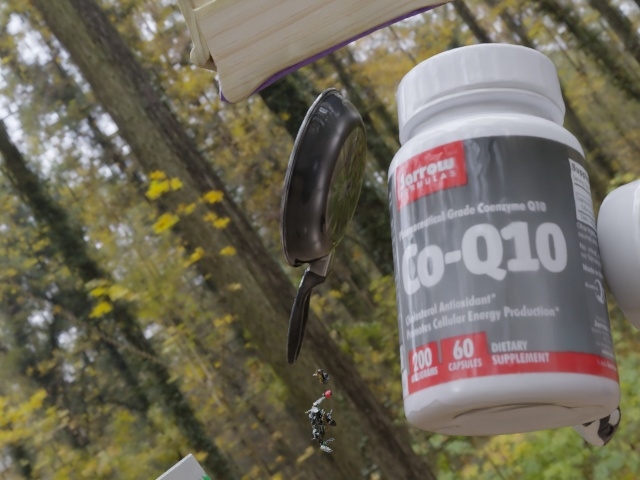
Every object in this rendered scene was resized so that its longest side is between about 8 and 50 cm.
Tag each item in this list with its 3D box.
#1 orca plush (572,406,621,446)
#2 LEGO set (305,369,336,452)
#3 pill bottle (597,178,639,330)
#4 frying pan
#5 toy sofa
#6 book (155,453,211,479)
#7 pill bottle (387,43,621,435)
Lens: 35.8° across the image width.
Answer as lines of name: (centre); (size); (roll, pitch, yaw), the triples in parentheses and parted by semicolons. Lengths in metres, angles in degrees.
orca plush: (0.267, 0.115, 1.148); (0.102, 0.287, 0.151); (-47, 5, -4)
LEGO set: (-0.002, 0.170, 0.981); (0.023, 0.083, 0.054); (-11, -45, 13)
pill bottle: (0.365, -0.025, 0.699); (0.176, 0.176, 0.318); (-24, 1, -45)
frying pan: (-0.008, -0.001, 1.070); (0.197, 0.053, 0.326); (-8, -70, -73)
toy sofa: (0.012, -0.310, 1.251); (0.362, 0.177, 0.150); (-23, -2, 17)
book: (-0.153, 0.284, 0.934); (0.144, 0.096, 0.035); (-36, -2, -15)
pill bottle: (0.136, 0.001, 0.783); (0.161, 0.283, 0.161); (-3, -21, -1)
